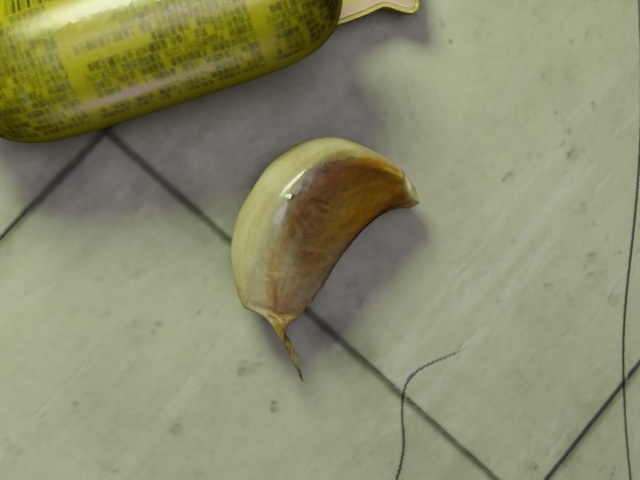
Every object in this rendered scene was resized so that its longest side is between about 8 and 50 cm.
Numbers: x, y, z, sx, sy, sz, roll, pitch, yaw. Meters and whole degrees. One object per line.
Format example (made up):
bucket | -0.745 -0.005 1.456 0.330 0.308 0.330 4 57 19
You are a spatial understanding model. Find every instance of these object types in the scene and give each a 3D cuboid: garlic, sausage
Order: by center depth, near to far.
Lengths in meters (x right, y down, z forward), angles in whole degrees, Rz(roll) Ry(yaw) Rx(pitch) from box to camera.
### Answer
sausage | -0.135 -0.165 0.817 0.347 0.123 0.123 -17 90 0
garlic | -0.012 0.003 0.865 0.128 0.090 0.198 35 77 -19

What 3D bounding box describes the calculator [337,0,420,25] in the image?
calculator | -0.013 -0.286 0.906 0.157 0.033 0.236 -21 89 -10
